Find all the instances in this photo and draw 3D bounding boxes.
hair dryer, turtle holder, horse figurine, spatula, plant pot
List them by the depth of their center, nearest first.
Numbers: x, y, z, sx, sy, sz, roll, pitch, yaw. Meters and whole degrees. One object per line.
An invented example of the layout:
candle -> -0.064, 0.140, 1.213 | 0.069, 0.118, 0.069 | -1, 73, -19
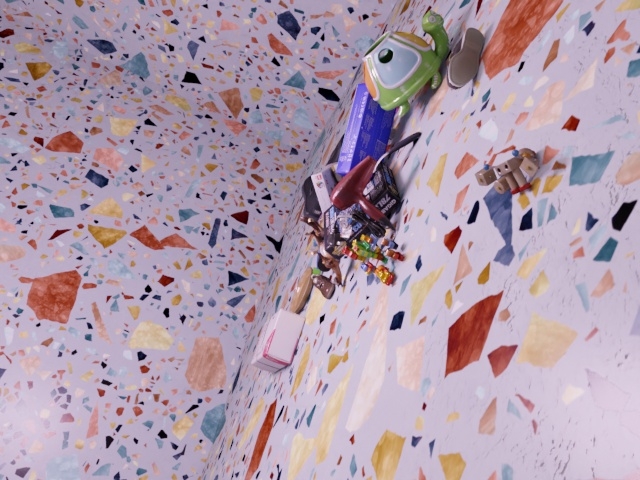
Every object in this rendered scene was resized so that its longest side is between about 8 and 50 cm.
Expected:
hair dryer -> 0.134, -0.113, 1.654 | 0.080, 0.223, 0.294 | 4, -92, -66
spatula -> 0.211, -0.271, 1.803 | 0.296, 0.030, 0.084 | -37, 22, 21
turtle holder -> 0.288, -0.601, 1.826 | 0.320, 0.227, 0.243 | -32, 23, 39
horse figurine -> 0.011, 0.024, 1.887 | 0.066, 0.174, 0.264 | -31, 61, 17
plant pot -> -0.079, 0.231, 2.442 | 0.236, 0.032, 0.237 | -157, 90, -79

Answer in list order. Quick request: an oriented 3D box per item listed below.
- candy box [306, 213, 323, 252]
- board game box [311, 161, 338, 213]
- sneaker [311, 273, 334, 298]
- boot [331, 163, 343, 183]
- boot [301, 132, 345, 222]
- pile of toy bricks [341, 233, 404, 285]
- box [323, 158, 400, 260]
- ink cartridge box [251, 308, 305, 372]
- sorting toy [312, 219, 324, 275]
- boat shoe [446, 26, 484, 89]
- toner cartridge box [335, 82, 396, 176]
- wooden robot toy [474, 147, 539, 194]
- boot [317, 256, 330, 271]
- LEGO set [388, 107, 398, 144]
candy box -> -0.004, -0.039, 2.587 | 0.109, 0.053, 0.187 | -85, 20, -59
board game box -> 0.048, -0.198, 2.162 | 0.305, 0.053, 0.193 | -49, -57, -70
sneaker -> 0.003, 0.172, 2.055 | 0.188, 0.071, 0.066 | -138, 72, -79
boot -> 0.154, -0.254, 2.155 | 0.165, 0.213, 0.077 | -26, 48, 9
boot -> 0.049, -0.359, 2.729 | 0.367, 0.146, 0.445 | -96, 26, -49
pile of toy bricks -> 0.132, 0.033, 1.499 | 0.118, 0.105, 0.212 | -66, 29, 14
box -> 0.130, -0.110, 1.830 | 0.293, 0.073, 0.296 | -45, 19, 20
ink cartridge box -> -0.185, 0.433, 2.298 | 0.283, 0.117, 0.207 | 133, 157, -60
sorting toy -> 0.000, 0.000, 2.335 | 0.196, 0.047, 0.348 | 90, -170, -46
boat shoe -> 0.402, -0.501, 1.524 | 0.228, 0.081, 0.069 | -64, 6, -27
toner cartridge box -> 0.175, -0.388, 1.997 | 0.075, 0.165, 0.348 | 8, 81, 47
wooden robot toy -> 0.369, -0.135, 1.005 | 0.079, 0.076, 0.173 | -33, 2, -16
boot -> 0.083, -0.036, 2.161 | 0.280, 0.096, 0.264 | -70, 1, -61
LEGO set -> 0.263, -0.493, 2.148 | 0.093, 0.086, 0.227 | 124, 163, -44
